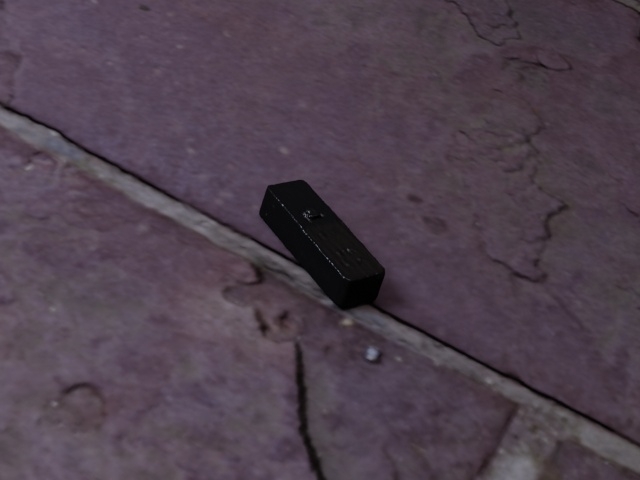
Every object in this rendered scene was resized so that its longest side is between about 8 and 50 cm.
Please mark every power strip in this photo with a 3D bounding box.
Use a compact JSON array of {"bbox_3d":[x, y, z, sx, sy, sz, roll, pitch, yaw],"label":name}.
[{"bbox_3d":[0.000,0.000,0.998,0.038,0.029,0.111,-14,48,-36],"label":"power strip"}]
